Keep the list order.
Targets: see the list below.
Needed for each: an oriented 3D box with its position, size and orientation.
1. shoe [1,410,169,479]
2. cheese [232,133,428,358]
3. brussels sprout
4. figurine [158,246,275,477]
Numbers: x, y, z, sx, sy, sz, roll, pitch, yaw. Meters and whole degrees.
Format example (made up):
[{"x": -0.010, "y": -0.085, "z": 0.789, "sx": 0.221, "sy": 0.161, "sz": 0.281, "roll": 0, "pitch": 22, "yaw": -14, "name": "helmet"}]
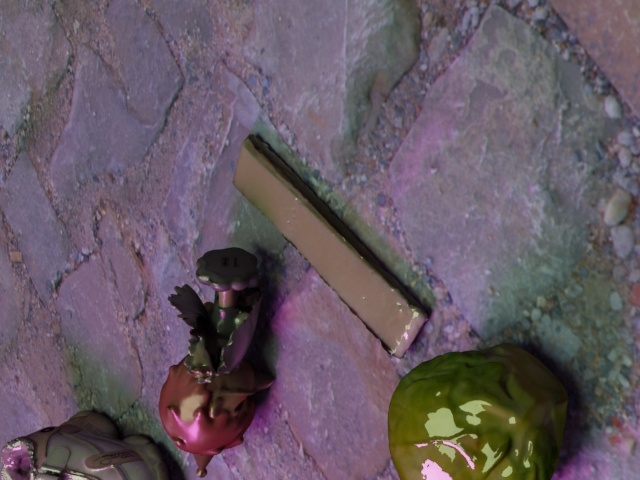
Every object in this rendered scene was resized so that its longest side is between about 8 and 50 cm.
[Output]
[{"x": -0.402, "y": 0.426, "z": 2.005, "sx": 0.351, "sy": 0.198, "sz": 0.171, "roll": 16, "pitch": 112, "yaw": 48, "name": "shoe"}, {"x": 0.002, "y": -0.001, "z": 1.554, "sx": 0.400, "sy": 0.034, "sz": 0.085, "roll": 45, "pitch": 126, "yaw": 33, "name": "cheese"}, {"x": 0.173, "y": 0.224, "z": 1.301, "sx": 0.223, "sy": 0.161, "sz": 0.223, "roll": 5, "pitch": 96, "yaw": 53, "name": "brussels sprout"}, {"x": -0.150, "y": 0.204, "z": 1.699, "sx": 0.207, "sy": 0.166, "sz": 0.386, "roll": -105, "pitch": 20, "yaw": -65, "name": "figurine"}]
